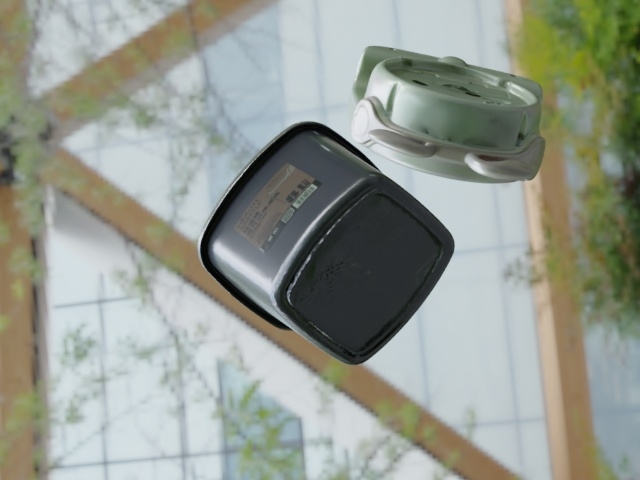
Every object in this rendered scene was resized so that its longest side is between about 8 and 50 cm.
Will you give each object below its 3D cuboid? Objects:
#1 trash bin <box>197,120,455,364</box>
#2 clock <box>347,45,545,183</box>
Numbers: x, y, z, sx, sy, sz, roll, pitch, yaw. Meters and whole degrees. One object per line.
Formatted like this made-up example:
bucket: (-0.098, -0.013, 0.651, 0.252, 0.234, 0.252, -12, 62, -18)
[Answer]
trash bin: (0.000, 0.000, 1.609, 0.182, 0.209, 0.290, 42, 177, -23)
clock: (0.098, -0.091, 1.162, 0.191, 0.152, 0.062, -84, 7, -71)
